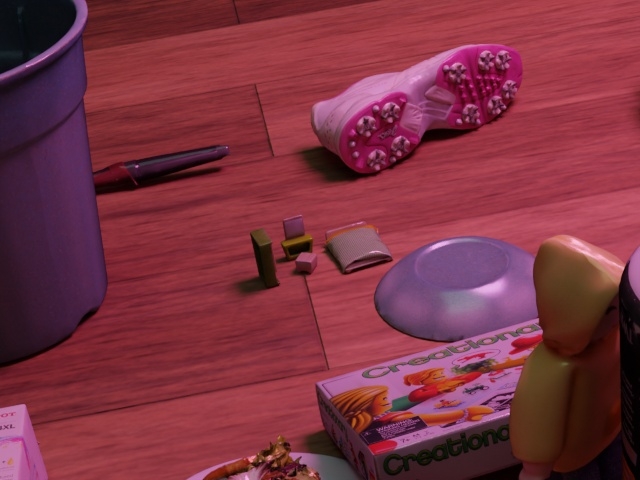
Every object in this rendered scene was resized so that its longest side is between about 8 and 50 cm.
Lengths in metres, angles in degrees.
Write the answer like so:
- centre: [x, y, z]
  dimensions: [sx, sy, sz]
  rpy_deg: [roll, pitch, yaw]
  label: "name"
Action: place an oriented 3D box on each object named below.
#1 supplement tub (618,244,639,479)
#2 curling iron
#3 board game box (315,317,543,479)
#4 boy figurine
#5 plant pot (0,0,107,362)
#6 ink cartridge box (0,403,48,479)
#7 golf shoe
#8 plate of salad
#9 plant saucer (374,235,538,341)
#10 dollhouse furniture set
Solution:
- centre: [0.309, 0.151, 0.992]
  dimensions: [0.194, 0.316, 0.193]
  rpy_deg: [-6, 31, 4]
  label: "supplement tub"
- centre: [-0.248, -0.078, 1.812]
  dimensions: [0.274, 0.035, 0.068]
  rpy_deg: [-15, 35, -9]
  label: "curling iron"
- centre: [0.166, 0.138, 1.273]
  dimensions: [0.305, 0.053, 0.193]
  rpy_deg: [-15, 16, -12]
  label: "board game box"
- centre: [0.217, 0.120, 1.103]
  dimensions: [0.177, 0.285, 0.092]
  rpy_deg: [-27, 34, -35]
  label: "boy figurine"
- centre: [-0.386, -0.065, 1.525]
  dimensions: [0.341, 0.334, 0.341]
  rpy_deg: [-6, 29, 3]
  label: "plant pot"
- centre: [-0.299, 0.218, 1.257]
  dimensions: [0.092, 0.090, 0.143]
  rpy_deg: [-10, 30, -3]
  label: "ink cartridge box"
- centre: [0.123, -0.192, 1.841]
  dimensions: [0.306, 0.115, 0.140]
  rpy_deg: [-23, 30, -26]
  label: "golf shoe"
- centre: [-0.042, 0.219, 1.205]
  dimensions: [0.200, 0.048, 0.200]
  rpy_deg: [-4, 18, 1]
  label: "plate of salad"
- centre: [0.152, 0.038, 1.507]
  dimensions: [0.195, 0.037, 0.195]
  rpy_deg: [-6, 29, 4]
  label: "plant saucer"
- centre: [0.000, 0.000, 1.589]
  dimensions: [0.152, 0.058, 0.076]
  rpy_deg: [-16, 31, -12]
  label: "dollhouse furniture set"
